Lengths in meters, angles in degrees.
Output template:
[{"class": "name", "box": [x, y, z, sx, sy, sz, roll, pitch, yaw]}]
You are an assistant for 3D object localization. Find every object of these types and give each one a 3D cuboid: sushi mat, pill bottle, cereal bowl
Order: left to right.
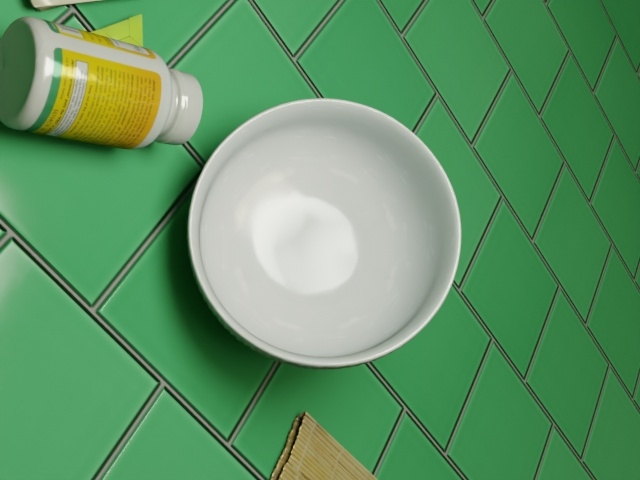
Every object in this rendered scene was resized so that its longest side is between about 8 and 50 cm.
[{"class": "pill bottle", "box": [-0.239, -0.164, 0.898, 0.208, 0.117, 0.118, 5, 78, -45]}, {"class": "cereal bowl", "box": [0.000, 0.000, 1.039, 0.339, 0.141, 0.339, 2, 75, -8]}, {"class": "sushi mat", "box": [0.039, 0.391, 1.139, 0.316, 0.019, 0.151, 49, 50, -28]}]

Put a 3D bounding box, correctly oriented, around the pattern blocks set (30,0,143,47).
[{"class": "pattern blocks set", "box": [-0.289, -0.348, 0.949, 0.325, 0.026, 0.285, -46, 114, -41]}]
